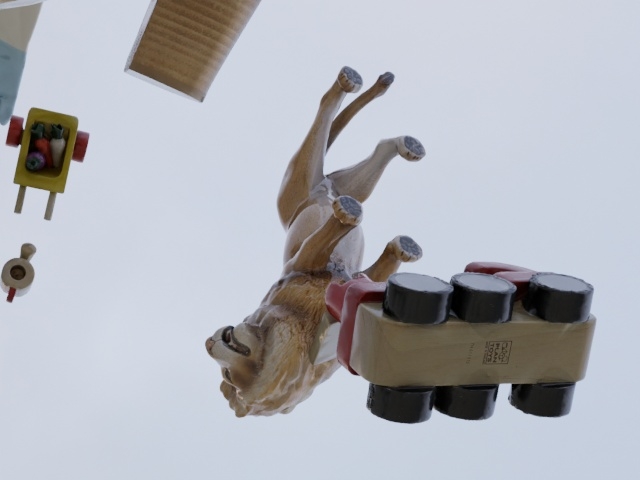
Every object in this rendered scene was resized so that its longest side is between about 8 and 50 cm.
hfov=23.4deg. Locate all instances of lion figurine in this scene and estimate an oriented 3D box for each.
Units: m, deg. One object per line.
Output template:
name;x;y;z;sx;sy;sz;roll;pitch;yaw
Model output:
lion figurine;0.000;0.000;1.648;0.142;0.392;0.240;30;-52;-12

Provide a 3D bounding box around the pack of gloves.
pack of gloves;-0.435;-0.250;1.843;0.195;0.046;0.232;24;-55;0

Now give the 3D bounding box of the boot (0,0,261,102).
boot;-0.150;-0.230;0.914;0.295;0.104;0.211;23;-92;-18

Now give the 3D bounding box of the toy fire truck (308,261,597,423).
toy fire truck;0.096;0.081;1.402;0.246;0.217;0.158;-143;-123;-60

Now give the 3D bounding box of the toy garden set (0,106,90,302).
toy garden set;-0.307;-0.023;1.261;0.203;0.244;0.049;13;-18;-12
